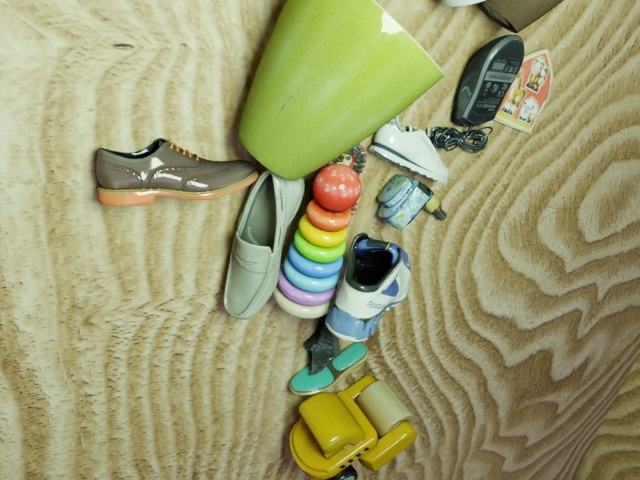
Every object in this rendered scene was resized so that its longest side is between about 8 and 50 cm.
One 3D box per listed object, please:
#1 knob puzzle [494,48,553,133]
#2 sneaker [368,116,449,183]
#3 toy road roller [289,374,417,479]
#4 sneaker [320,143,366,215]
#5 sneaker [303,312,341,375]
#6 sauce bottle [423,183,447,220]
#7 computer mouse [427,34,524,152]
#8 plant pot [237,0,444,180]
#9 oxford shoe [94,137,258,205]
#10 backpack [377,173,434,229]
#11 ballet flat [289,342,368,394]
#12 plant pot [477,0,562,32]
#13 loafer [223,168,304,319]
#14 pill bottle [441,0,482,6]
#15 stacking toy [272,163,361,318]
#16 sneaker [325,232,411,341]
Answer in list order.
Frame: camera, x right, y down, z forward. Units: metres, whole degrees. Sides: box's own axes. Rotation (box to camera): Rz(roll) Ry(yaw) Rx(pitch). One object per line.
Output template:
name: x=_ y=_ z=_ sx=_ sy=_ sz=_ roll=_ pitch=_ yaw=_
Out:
knob puzzle: x=0.518 y=-0.373 z=1.174 sx=0.213 sy=0.030 sz=0.213 roll=-15 pitch=123 yaw=-25
sneaker: x=0.215 y=-0.197 z=1.052 sx=0.235 sy=0.090 sz=0.094 roll=17 pitch=96 yaw=-39
toy road roller: x=0.076 y=0.483 z=1.248 sx=0.329 sy=0.202 sz=0.240 roll=-30 pitch=137 yaw=-15
sneaker: x=0.039 y=-0.125 z=0.978 sx=0.088 sy=0.092 sz=0.225 roll=6 pitch=131 yaw=-15
sneaker: x=-0.001 y=0.248 z=1.183 sx=0.089 sy=0.051 sz=0.170 roll=-14 pitch=111 yaw=-9
sauce bottle: x=0.273 y=-0.090 z=1.172 sx=0.042 sy=0.042 sz=0.128 roll=-49 pitch=128 yaw=1
computer mouse: x=0.352 y=-0.334 z=1.073 sx=0.188 sy=0.072 sz=0.272 roll=-2 pitch=129 yaw=-34
plant pot: x=0.000 y=-0.252 z=0.792 sx=0.275 sy=0.275 sz=0.293 roll=27 pitch=116 yaw=-39
oxford shoe: x=-0.234 y=-0.122 z=0.805 sx=0.271 sy=0.097 sz=0.098 roll=-11 pitch=113 yaw=-28
backpack: x=0.180 y=-0.091 z=1.077 sx=0.084 sy=0.105 sz=0.114 roll=34 pitch=97 yaw=-17
ballet flat: x=0.028 y=0.350 z=1.250 sx=0.232 sy=0.080 sz=0.073 roll=-23 pitch=141 yaw=-18
plant pot: x=0.425 y=-0.539 z=0.929 sx=0.215 sy=0.215 sz=0.230 roll=19 pitch=119 yaw=-38
loafer: x=-0.127 y=0.008 z=0.920 sx=0.111 sy=0.112 sz=0.319 roll=-6 pitch=116 yaw=-66
pill bottle: x=0.249 y=-0.563 z=0.817 sx=0.152 sy=0.152 sz=0.272 roll=-31 pitch=128 yaw=-14
stacking toy: x=0.000 y=0.000 z=0.942 sx=0.141 sy=0.141 sz=0.330 roll=-7 pitch=134 yaw=-29
sneaker: x=0.130 y=0.060 z=1.007 sx=0.315 sy=0.127 sz=0.182 roll=-42 pitch=152 yaw=-53
